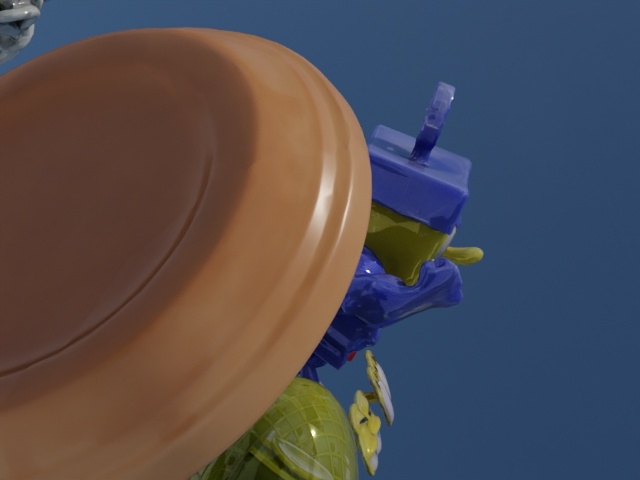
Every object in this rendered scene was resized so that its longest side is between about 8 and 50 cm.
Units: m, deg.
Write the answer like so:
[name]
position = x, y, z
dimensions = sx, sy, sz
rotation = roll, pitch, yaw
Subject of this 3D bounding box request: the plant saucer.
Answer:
[plant saucer]
position = -0.081, 0.002, 0.520
dimensions = 0.200, 0.037, 0.200
rotation = -18, -137, 17

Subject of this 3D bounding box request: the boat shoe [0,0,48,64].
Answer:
[boat shoe]
position = -0.119, -0.159, 0.752
dimensions = 0.118, 0.103, 0.320
rotation = -11, -140, 52

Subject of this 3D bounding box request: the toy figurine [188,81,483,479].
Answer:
[toy figurine]
position = 0.000, 0.000, 0.929
dimensions = 0.217, 0.191, 0.362
rotation = -60, 179, 13
